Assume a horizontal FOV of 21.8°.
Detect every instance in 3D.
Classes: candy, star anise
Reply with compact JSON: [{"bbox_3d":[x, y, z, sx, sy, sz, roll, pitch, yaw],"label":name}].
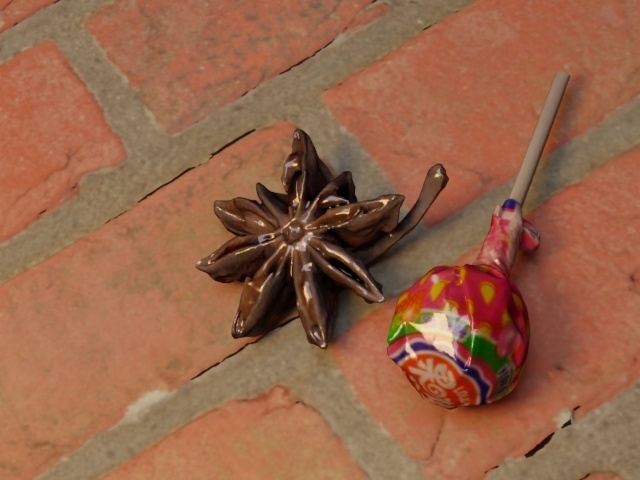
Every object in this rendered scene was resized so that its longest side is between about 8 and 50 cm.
[{"bbox_3d":[0.161,-0.014,1.470,0.124,0.124,0.365,12,56,17],"label":"candy"},{"bbox_3d":[0.001,0.000,1.493,0.231,0.089,0.209,0,72,17],"label":"star anise"}]
